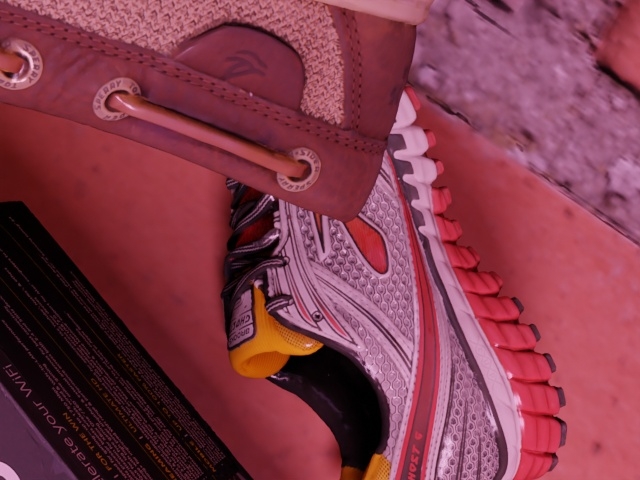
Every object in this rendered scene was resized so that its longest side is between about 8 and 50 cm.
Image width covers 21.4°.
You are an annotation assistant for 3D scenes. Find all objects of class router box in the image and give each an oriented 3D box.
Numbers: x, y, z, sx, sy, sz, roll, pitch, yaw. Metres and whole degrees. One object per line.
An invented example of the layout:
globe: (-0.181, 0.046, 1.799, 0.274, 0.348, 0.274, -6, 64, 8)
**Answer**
router box: (-0.078, 0.068, 0.539, 0.046, 0.133, 0.179, -41, 85, 10)

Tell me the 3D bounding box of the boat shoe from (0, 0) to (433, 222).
boat shoe: (-0.131, -0.067, 0.459, 0.342, 0.123, 0.123, 8, 103, -24)

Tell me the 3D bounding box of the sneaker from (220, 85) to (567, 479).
sneaker: (0.000, 0.000, 0.616, 0.092, 0.088, 0.225, -25, 79, -24)
